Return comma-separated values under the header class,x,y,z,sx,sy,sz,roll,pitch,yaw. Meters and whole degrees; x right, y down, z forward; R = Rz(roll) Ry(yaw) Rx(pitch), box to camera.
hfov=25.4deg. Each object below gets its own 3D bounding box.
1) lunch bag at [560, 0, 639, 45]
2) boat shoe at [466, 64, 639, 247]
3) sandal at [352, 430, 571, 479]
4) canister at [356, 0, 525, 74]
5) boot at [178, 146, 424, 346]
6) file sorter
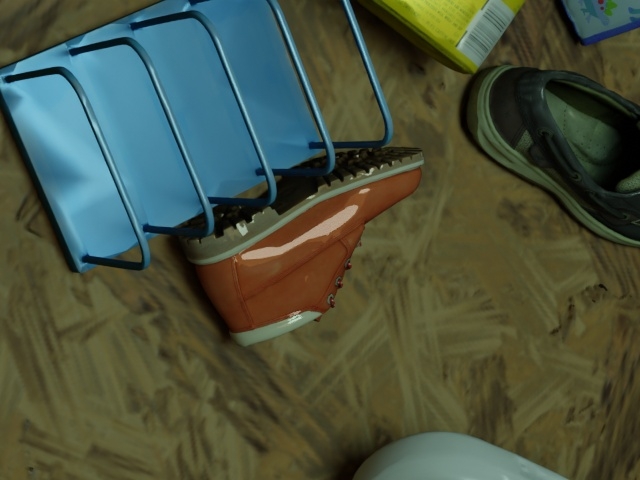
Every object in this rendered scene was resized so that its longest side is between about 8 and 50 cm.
class,x,y,z,sx,sy,sz,roll,pitch,yaw
lunch bag,0.212,-0.216,0.927,0.151,0.096,0.129,-28,109,4
boat shoe,0.197,-0.050,0.935,0.223,0.073,0.080,26,79,-29
sandal,0.195,0.218,0.927,0.416,0.169,0.102,37,34,-27
canister,0.090,-0.199,0.837,0.126,0.073,0.170,34,93,-20
boot,0.000,0.000,0.834,0.158,0.059,0.085,-27,109,-18
file sorter,-0.065,-0.069,0.760,0.170,0.104,0.118,-28,106,-26
